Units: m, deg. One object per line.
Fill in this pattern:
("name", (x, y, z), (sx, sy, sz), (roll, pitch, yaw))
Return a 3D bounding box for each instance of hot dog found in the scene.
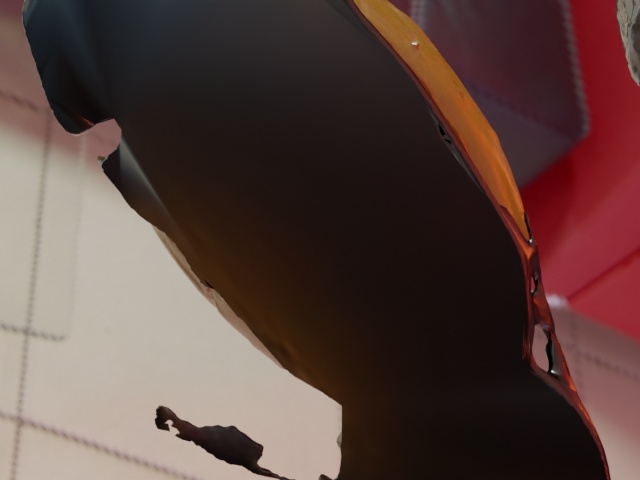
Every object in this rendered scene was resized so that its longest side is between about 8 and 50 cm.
("hot dog", (0.004, -0.004, 0.835), (0.107, 0.194, 0.326), (-55, 125, -68))

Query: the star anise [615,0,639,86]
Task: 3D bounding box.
("star anise", (0.203, -0.211, 1.023), (0.093, 0.236, 0.229), (-83, 154, -68))
